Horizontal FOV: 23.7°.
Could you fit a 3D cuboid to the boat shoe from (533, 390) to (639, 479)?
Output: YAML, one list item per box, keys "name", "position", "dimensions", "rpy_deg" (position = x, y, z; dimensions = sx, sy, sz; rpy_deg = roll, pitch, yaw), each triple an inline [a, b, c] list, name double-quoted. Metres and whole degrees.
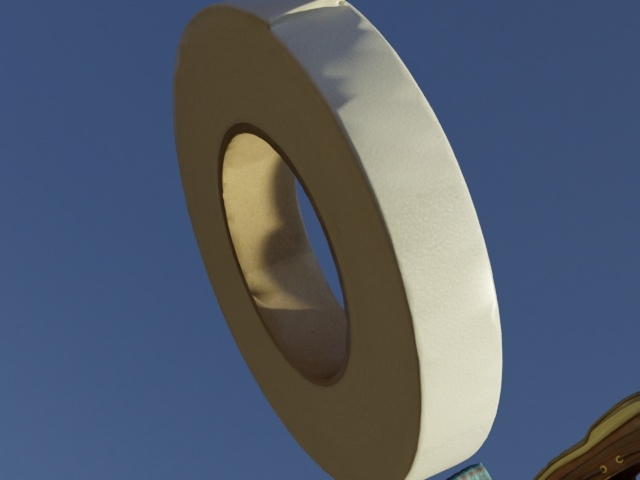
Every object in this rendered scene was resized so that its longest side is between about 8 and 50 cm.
- name: "boat shoe"
  position: [0.231, 0.199, 1.280]
  dimensions: [0.178, 0.064, 0.060]
  rpy_deg: [-49, -120, 31]

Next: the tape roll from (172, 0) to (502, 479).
- name: "tape roll"
  position: [0.000, 0.000, 1.148]
  dimensions: [0.392, 0.072, 0.392]
  rpy_deg: [50, -28, 40]

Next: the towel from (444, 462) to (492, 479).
- name: "towel"
  position: [0.188, 0.453, 1.698]
  dimensions: [0.040, 0.271, 0.370]
  rpy_deg: [-34, -100, 41]
